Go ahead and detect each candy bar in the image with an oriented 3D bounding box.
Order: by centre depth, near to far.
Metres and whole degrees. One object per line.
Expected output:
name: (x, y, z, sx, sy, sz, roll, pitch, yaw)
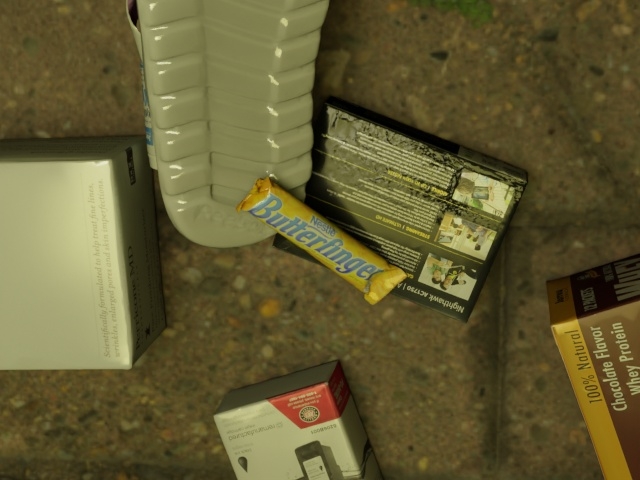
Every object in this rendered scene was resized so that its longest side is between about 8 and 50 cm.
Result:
candy bar: (0.000, 0.000, 1.032, 0.161, 0.018, 0.040, 35, 113, -30)

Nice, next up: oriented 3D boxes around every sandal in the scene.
sandal: (-0.073, -0.189, 0.968, 0.169, 0.102, 0.416, -2, 119, -23)

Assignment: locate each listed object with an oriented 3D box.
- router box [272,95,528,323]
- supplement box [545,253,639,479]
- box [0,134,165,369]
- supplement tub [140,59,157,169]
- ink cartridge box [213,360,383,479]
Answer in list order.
router box: (0.065, -0.026, 1.075, 0.179, 0.046, 0.133, 22, 107, 3)
supplement box: (0.303, 0.105, 1.028, 0.194, 0.129, 0.191, -19, 101, 12)
box: (-0.236, 0.009, 1.092, 0.182, 0.119, 0.181, -1, 104, 9)
supplement tub: (-0.111, -0.115, 1.067, 0.071, 0.071, 0.107, 0, 103, 9)
ink cartridge box: (-0.013, 0.196, 1.134, 0.109, 0.063, 0.150, -18, 100, 13)
